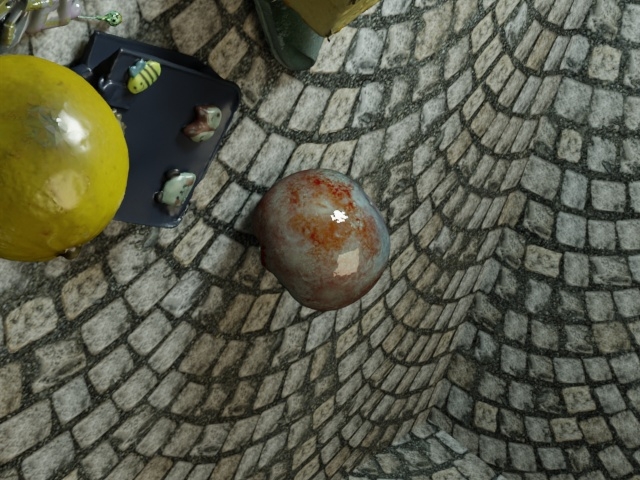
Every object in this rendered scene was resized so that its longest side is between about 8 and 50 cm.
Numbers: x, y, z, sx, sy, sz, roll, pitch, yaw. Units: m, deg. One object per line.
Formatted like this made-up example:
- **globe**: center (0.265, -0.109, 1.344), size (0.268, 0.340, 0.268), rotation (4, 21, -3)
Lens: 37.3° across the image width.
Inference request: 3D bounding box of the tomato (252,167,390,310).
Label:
- **tomato**: center (0.000, 0.000, 2.073), size (0.283, 0.316, 0.317), rotation (-32, 153, 12)

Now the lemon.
- **lemon**: center (-0.418, -0.117, 1.351), size (0.297, 0.297, 0.297), rotation (-36, 146, -30)

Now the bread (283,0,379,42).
- **bread**: center (0.034, -0.530, 1.568), size (0.279, 0.279, 0.207), rotation (-46, 180, -26)

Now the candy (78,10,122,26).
- **candy**: center (-0.350, -0.352, 1.492), size (0.083, 0.025, 0.023), rotation (-5, 82, -44)

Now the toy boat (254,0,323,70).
- **toy boat**: center (-0.051, -0.422, 1.794), size (0.141, 0.092, 0.319), rotation (-48, 157, -14)

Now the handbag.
- **handbag**: center (-0.316, -0.179, 1.622), size (0.329, 0.122, 0.303), rotation (5, 116, -56)

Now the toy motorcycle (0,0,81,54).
- **toy motorcycle**: center (-0.402, -0.354, 1.357), size (0.225, 0.073, 0.152), rotation (-49, 153, -11)
